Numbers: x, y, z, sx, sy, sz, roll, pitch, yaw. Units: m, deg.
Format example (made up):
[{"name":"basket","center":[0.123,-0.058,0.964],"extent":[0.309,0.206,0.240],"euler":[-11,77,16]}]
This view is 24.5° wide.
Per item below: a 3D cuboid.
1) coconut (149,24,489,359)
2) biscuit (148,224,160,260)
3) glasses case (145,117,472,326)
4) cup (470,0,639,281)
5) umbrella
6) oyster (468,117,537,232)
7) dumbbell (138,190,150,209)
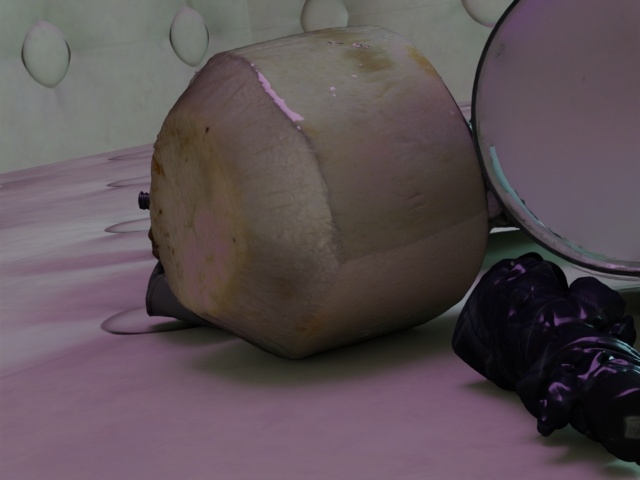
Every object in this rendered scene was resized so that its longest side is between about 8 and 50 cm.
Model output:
[{"name":"coconut","center":[0.008,-0.034,1.005],"extent":[0.241,0.241,0.241],"euler":[-8,8,1]},{"name":"biscuit","center":[-0.030,-0.062,1.375],"extent":[0.296,0.075,0.296],"euler":[-29,0,0]},{"name":"glasses case","center":[-0.001,0.000,1.192],"extent":[0.308,0.083,0.128],"euler":[-27,-4,-28]},{"name":"cup","center":[0.211,-0.085,0.941],"extent":[0.253,0.253,0.274],"euler":[-6,4,14]},{"name":"umbrella","center":[0.133,0.061,0.758],"extent":[0.071,0.080,0.224],"euler":[26,6,-11]},{"name":"oyster","center":[0.185,-0.066,1.319],"extent":[0.238,0.115,0.351],"euler":[-12,-3,-43]},{"name":"dumbbell","center":[-0.073,-0.041,1.577],"extent":[0.254,0.110,0.110],"euler":[1,10,13]}]
